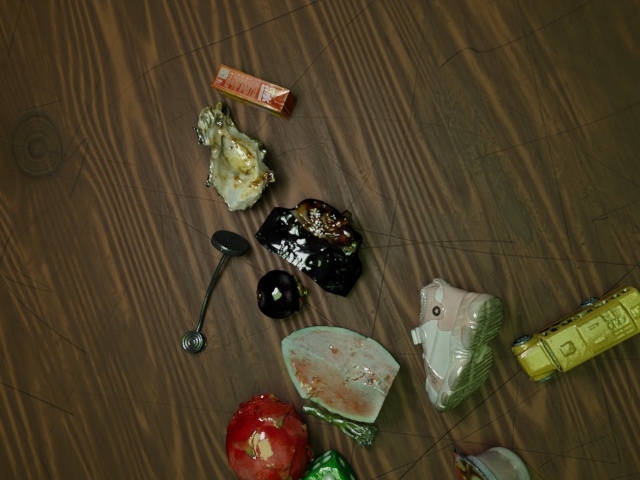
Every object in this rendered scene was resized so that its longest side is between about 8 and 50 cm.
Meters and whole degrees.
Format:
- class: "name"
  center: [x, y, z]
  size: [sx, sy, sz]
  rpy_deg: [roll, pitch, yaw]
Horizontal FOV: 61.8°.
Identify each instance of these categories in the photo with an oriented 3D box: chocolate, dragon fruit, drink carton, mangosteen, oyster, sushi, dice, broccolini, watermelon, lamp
- class: "chocolate"
  center: [0.454, 0.606, 1.378]
  size: [0.147, 0.221, 0.221]
  rpy_deg: [-29, 83, -22]
- class: "dragon fruit"
  center: [-0.141, 0.537, 1.425]
  size: [0.241, 0.241, 0.252]
  rpy_deg: [0, 94, 8]
- class: "drink carton"
  center: [-0.189, -0.425, 1.538]
  size: [0.223, 0.096, 0.070]
  rpy_deg: [23, 91, 9]
- class: "mangosteen"
  center: [-0.103, 0.148, 1.495]
  size: [0.152, 0.137, 0.137]
  rpy_deg: [-5, 86, -26]
- class: "oyster"
  center: [-0.260, -0.243, 1.524]
  size: [0.198, 0.133, 0.336]
  rpy_deg: [-36, 81, 7]
- class: "sushi"
  center: [-0.001, 0.000, 1.454]
  size: [0.227, 0.215, 0.212]
  rpy_deg: [34, 88, 29]
- class: "dice"
  center: [0.019, 0.652, 1.441]
  size: [0.128, 0.131, 0.120]
  rpy_deg: [-35, 84, 5]
- class: "broccolini"
  center: [0.051, 0.515, 1.494]
  size: [0.216, 0.058, 0.067]
  rpy_deg: [16, 55, 16]
- class: "watermelon"
  center: [0.042, 0.338, 1.429]
  size: [0.305, 0.180, 0.223]
  rpy_deg: [25, 77, 10]
- class: "lamp"
  center: [-0.328, 0.147, 1.527]
  size: [0.130, 0.108, 0.371]
  rpy_deg: [30, 92, 12]

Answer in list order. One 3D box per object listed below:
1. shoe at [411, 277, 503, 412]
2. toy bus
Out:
- class: "shoe"
  center: [0.340, 0.269, 1.407]
  size: [0.198, 0.172, 0.350]
  rpy_deg: [31, 115, 43]
- class: "toy bus"
  center: [0.669, 0.243, 1.369]
  size: [0.336, 0.123, 0.121]
  rpy_deg: [-31, 83, 6]
